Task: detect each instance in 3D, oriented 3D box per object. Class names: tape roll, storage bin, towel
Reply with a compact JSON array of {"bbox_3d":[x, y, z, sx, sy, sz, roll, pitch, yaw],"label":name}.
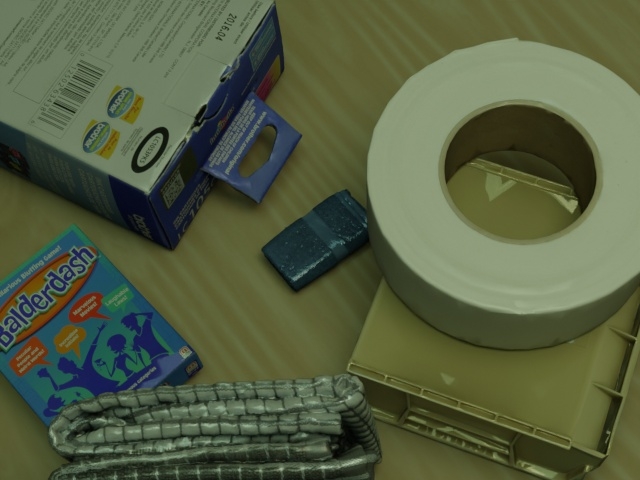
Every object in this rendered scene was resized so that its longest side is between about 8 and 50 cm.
[{"bbox_3d":[0.183,-0.046,1.126,0.286,0.100,0.286,-1,66,3],"label":"tape roll"},{"bbox_3d":[0.185,0.074,1.194,0.260,0.123,0.262,19,67,10],"label":"storage bin"},{"bbox_3d":[-0.085,0.216,1.081,0.283,0.235,0.121,-4,68,3],"label":"towel"},{"bbox_3d":[0.000,0.000,1.285,0.119,0.029,0.067,-35,69,-13],"label":"towel"}]

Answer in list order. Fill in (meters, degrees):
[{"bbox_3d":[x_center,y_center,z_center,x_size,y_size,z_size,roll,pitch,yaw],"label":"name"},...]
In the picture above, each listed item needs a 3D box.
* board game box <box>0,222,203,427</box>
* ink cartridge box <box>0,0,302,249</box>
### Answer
[{"bbox_3d":[-0.250,0.105,1.231,0.160,0.047,0.210,-41,66,-14],"label":"board game box"},{"bbox_3d":[-0.219,-0.175,1.306,0.395,0.151,0.270,25,70,15],"label":"ink cartridge box"}]
